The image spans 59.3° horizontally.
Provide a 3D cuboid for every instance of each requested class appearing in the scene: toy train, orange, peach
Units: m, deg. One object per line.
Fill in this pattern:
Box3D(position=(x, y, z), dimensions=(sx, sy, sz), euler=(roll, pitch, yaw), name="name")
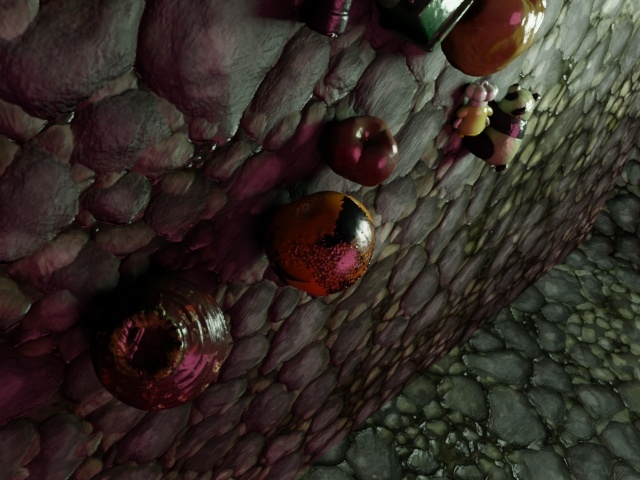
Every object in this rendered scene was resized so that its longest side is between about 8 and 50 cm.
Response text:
Box3D(position=(0.200, -0.492, 0.976), dimensions=(0.266, 0.145, 0.202), euler=(-50, 152, 1), name="toy train")
Box3D(position=(0.000, 0.000, 1.160), dimensions=(0.234, 0.234, 0.182), euler=(-42, 128, -13), name="orange")
Box3D(position=(0.332, -0.448, 1.154), dimensions=(0.214, 0.214, 0.236), euler=(-27, 159, -32), name="peach")
Box3D(position=(0.085, -0.177, 1.175), dimensions=(0.152, 0.152, 0.152), euler=(-32, 144, -27), name="peach")

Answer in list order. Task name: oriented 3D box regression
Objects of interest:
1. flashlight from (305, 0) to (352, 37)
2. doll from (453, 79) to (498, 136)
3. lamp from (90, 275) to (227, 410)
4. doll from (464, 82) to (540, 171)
Box3D(position=(0.040, -0.439, 0.886), dimensions=(0.093, 0.093, 0.232), euler=(-15, 135, -43), name="flashlight")
Box3D(position=(0.404, -0.341, 1.461), dimensions=(0.106, 0.062, 0.163), euler=(-8, 137, -16), name="doll")
Box3D(position=(-0.284, 0.181, 0.994), dimensions=(0.247, 0.247, 0.247), euler=(-32, 144, -27), name="lamp")
Box3D(position=(0.503, -0.317, 1.554), dimensions=(0.143, 0.135, 0.234), euler=(-11, 128, -48), name="doll")
